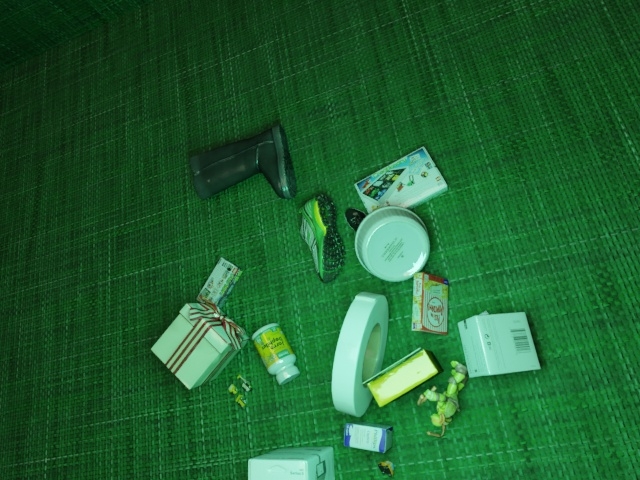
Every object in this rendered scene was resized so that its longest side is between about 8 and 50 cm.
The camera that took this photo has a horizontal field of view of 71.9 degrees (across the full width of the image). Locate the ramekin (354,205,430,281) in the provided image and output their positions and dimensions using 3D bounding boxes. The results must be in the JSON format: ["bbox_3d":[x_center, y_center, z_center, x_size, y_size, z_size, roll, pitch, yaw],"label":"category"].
[{"bbox_3d":[0.258,0.021,1.547,0.273,0.127,0.273,0,103,-1],"label":"ramekin"}]

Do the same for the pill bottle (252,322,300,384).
[{"bbox_3d":[-0.163,0.426,1.650,0.117,0.117,0.208,-35,66,7],"label":"pill bottle"}]

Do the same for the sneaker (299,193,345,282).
[{"bbox_3d":[0.000,0.000,1.732,0.146,0.134,0.343,-21,70,40],"label":"sneaker"}]

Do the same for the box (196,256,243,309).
[{"bbox_3d":[-0.424,0.187,1.859,0.114,0.036,0.207,29,85,24],"label":"box"}]

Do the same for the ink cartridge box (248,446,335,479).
[{"bbox_3d":[-0.087,0.753,1.440,0.198,0.273,0.115,-8,72,18],"label":"ink cartridge box"}]

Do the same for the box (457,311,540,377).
[{"bbox_3d":[0.555,0.327,1.383,0.182,0.119,0.181,-2,69,-13],"label":"box"}]

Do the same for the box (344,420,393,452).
[{"bbox_3d":[0.161,0.648,1.463,0.137,0.126,0.072,0,73,20],"label":"box"}]

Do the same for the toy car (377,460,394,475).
[{"bbox_3d":[0.243,0.781,1.455,0.040,0.060,0.122,-28,80,-37],"label":"toy car"}]

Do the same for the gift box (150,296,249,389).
[{"bbox_3d":[-0.438,0.385,1.665,0.255,0.276,0.258,40,90,9],"label":"gift box"}]

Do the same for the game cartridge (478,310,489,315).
[{"bbox_3d":[0.544,0.283,1.497,0.083,0.017,0.056,-34,63,7],"label":"game cartridge"}]

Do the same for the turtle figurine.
[{"bbox_3d":[0.397,0.492,1.380,0.087,0.269,0.217,10,52,42],"label":"turtle figurine"}]

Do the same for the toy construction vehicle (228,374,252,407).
[{"bbox_3d":[-0.303,0.580,1.704,0.098,0.035,0.086,36,100,27],"label":"toy construction vehicle"}]

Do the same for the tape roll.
[{"bbox_3d":[0.136,0.358,1.416,0.072,0.392,0.392,8,77,22],"label":"tape roll"}]

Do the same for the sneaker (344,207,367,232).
[{"bbox_3d":[0.160,-0.062,1.677,0.079,0.121,0.217,-42,65,3],"label":"sneaker"}]

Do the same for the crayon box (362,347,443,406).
[{"bbox_3d":[0.269,0.428,1.382,0.203,0.323,0.083,-34,66,8],"label":"crayon box"}]

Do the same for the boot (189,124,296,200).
[{"bbox_3d":[-0.343,-0.275,1.904,0.445,0.146,0.367,-16,60,11],"label":"boot"}]

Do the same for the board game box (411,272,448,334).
[{"bbox_3d":[0.375,0.218,1.504,0.045,0.147,0.193,-11,69,48],"label":"board game box"}]

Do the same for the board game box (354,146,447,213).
[{"bbox_3d":[0.307,-0.207,1.705,0.305,0.053,0.193,-28,68,10],"label":"board game box"}]
